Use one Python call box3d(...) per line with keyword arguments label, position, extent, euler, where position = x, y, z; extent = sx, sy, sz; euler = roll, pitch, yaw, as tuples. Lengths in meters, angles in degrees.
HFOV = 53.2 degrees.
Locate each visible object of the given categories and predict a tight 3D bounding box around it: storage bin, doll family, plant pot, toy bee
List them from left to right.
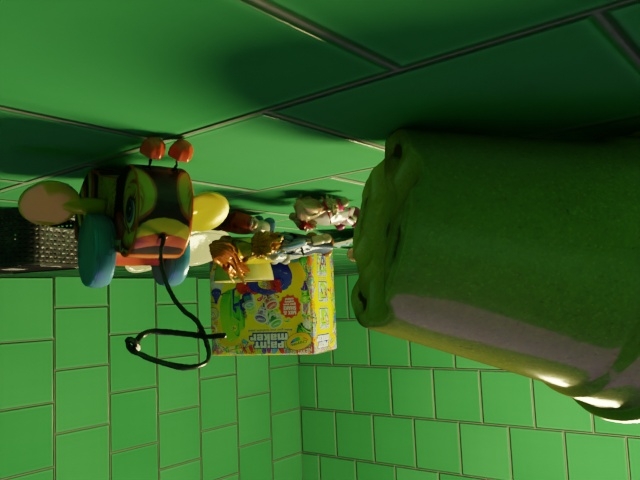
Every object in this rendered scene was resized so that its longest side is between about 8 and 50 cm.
box3d(label="storage bin", position=(-0.466, 0.005, 0.974), extent=(0.180, 0.084, 0.122), euler=(-5, 174, 20))
box3d(label="toy bee", position=(-0.160, -0.027, 0.618), extent=(0.298, 0.162, 0.195), euler=(23, -162, 32))
box3d(label="plant pot", position=(-0.175, 0.045, 1.442), extent=(0.134, 0.095, 0.134), euler=(-3, 175, 0))
box3d(label="doll family", position=(-0.067, 0.004, 0.950), extent=(0.263, 0.118, 0.163), euler=(-6, 173, 32))
box3d(label="plant pot", position=(0.169, 0.010, 0.586), extent=(0.253, 0.276, 0.276), euler=(10, 172, -9))

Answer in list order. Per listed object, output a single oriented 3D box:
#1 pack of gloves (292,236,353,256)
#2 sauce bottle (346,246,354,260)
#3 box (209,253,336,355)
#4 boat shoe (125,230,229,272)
box3d(label="pack of gloves", position=(0.000, 0.000, 1.448), extent=(0.195, 0.046, 0.232), euler=(-15, 176, 5))
box3d(label="sauce bottle", position=(0.114, 0.040, 1.822), extent=(0.042, 0.042, 0.128), euler=(-5, 176, 23))
box3d(label="box", position=(-0.124, 0.159, 1.697), extent=(0.290, 0.279, 0.177), euler=(-5, 174, 20))
box3d(label="boat shoe", position=(-0.266, 0.000, 1.164), extent=(0.233, 0.084, 0.079), euler=(-6, -143, -48))
